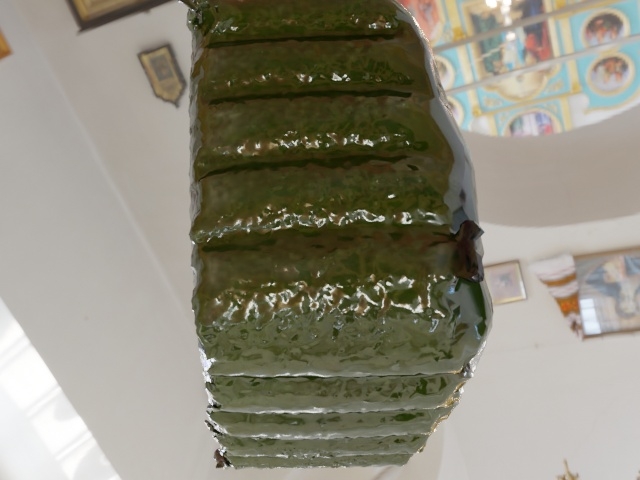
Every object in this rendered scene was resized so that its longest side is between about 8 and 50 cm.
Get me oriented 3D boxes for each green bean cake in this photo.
[{"bbox_3d":[0.000,0.000,0.462,0.156,0.247,0.249,-2,-122,-4],"label":"green bean cake"}]
